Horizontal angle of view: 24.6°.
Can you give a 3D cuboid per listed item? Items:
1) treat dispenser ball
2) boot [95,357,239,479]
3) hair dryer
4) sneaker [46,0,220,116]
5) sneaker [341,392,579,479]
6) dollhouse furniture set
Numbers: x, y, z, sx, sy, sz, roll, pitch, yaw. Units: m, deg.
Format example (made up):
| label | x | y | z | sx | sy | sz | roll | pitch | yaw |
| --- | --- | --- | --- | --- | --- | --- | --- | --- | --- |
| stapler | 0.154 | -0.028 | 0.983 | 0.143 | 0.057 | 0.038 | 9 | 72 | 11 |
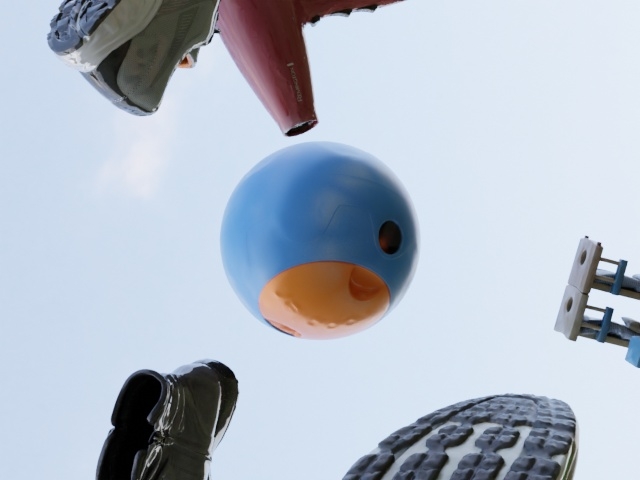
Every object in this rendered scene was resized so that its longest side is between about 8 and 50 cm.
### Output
| label | x | y | z | sx | sy | sz | roll | pitch | yaw |
| --- | --- | --- | --- | --- | --- | --- | --- | --- | --- |
| treat dispenser ball | 0.000 | 0.000 | 2.101 | 0.288 | 0.288 | 0.288 | -10 | -78 | -52 |
| boot | -0.218 | 0.315 | 1.868 | 0.223 | 0.118 | 0.338 | -7 | -75 | -67 |
| hair dryer | 0.000 | -0.233 | 1.392 | 0.080 | 0.224 | 0.293 | 114 | 175 | -70 |
| sneaker | -0.120 | -0.212 | 1.206 | 0.108 | 0.100 | 0.271 | 52 | -128 | -30 |
| sneaker | 0.077 | 0.281 | 0.980 | 0.410 | 0.158 | 0.182 | -58 | -43 | -35 |
| dollhouse furniture set | 0.389 | 0.081 | 1.793 | 0.129 | 0.183 | 0.128 | 14 | -84 | -10 |
